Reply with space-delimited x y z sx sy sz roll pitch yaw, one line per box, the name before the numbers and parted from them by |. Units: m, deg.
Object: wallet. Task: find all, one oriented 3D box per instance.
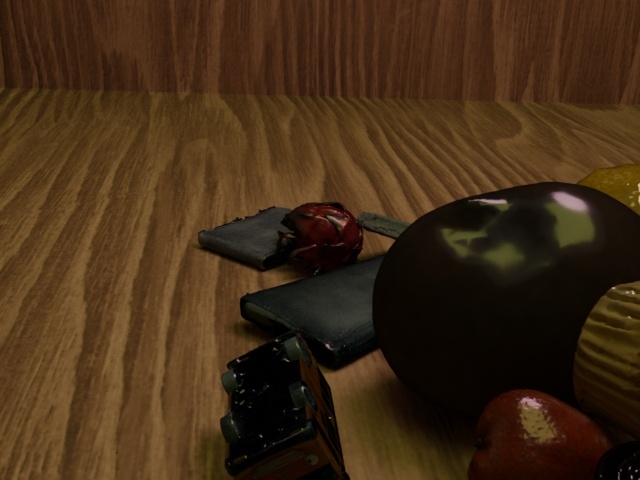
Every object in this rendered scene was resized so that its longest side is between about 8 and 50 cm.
wallet | 0.073 0.082 1.285 0.190 0.046 0.379 21 26 37
wallet | -0.083 -0.008 1.532 0.167 0.036 0.222 19 27 35

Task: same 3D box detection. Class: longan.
longan | 0.234 0.076 1.000 0.350 0.289 0.288 -4 20 4

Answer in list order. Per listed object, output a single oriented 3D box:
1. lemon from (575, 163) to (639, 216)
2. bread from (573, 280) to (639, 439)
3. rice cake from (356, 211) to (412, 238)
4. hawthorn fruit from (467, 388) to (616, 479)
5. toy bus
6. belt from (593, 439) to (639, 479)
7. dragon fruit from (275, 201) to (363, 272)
lemon | 0.460 0.014 1.237 0.260 0.261 0.284 -14 40 -39
bread | 0.379 0.121 0.851 0.250 0.179 0.133 8 14 -32
rice cake | 0.190 0.003 1.448 0.189 0.037 0.198 16 3 -45
hawthorn fruit | 0.213 0.215 0.833 0.137 0.133 0.133 7 21 11
toy bus | -0.037 0.189 0.882 0.098 0.114 0.201 -27 21 5
belt | 0.331 0.264 0.660 0.184 0.164 0.289 -4 23 -35
dragon fruit | 0.003 -0.006 1.423 0.142 0.121 0.130 14 -5 -14
